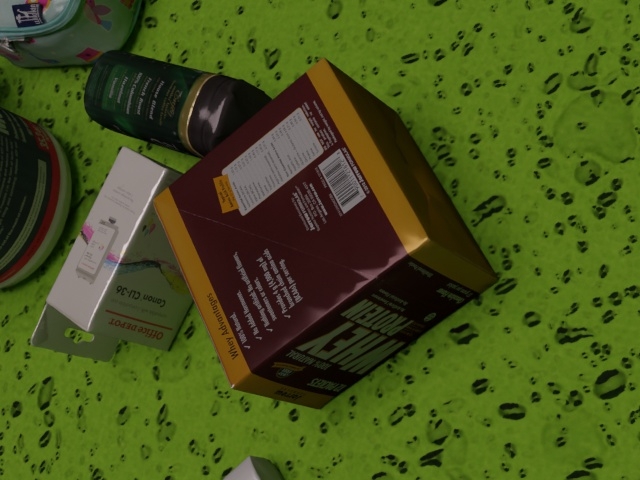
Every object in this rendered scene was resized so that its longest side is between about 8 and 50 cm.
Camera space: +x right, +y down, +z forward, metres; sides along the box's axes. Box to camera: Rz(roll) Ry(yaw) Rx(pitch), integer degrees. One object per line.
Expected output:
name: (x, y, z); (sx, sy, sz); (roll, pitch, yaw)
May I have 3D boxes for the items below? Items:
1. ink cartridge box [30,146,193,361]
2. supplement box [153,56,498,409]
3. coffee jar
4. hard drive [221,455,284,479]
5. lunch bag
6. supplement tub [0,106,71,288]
ink cartridge box: (-0.168, 0.028, 1.002); (0.067, 0.115, 0.198); (28, 92, 35)
supplement box: (0.000, 0.000, 0.895); (0.194, 0.129, 0.191); (-38, 59, 18)
coffee jar: (-0.130, -0.123, 1.037); (0.184, 0.096, 0.079); (18, 88, 36)
hard drive: (-0.120, 0.380, 0.904); (0.353, 0.047, 0.233); (-43, 57, 14)
lunch bag: (-0.291, -0.325, 1.195); (0.224, 0.108, 0.279); (5, 78, 33)
supplement tub: (-0.400, -0.068, 1.084); (0.191, 0.272, 0.191); (-10, 70, 29)
